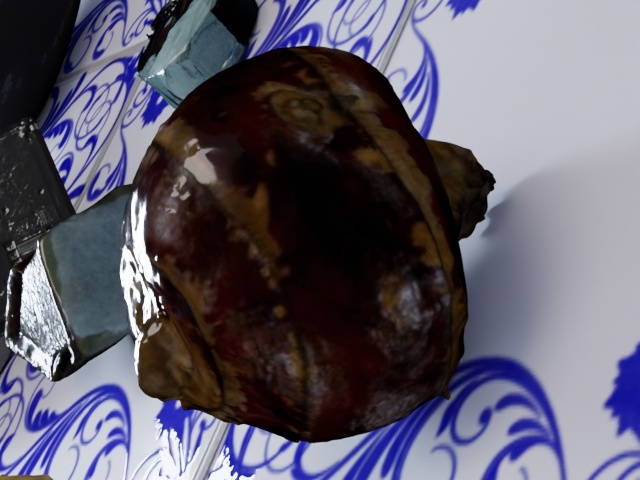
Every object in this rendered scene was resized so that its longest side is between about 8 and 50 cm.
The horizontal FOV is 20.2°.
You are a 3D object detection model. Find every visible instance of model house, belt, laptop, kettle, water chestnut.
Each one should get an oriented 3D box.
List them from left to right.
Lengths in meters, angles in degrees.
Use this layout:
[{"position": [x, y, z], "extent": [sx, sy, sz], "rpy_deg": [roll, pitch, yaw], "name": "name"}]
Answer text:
[{"position": [-0.380, -0.189, 1.982], "extent": [0.268, 0.207, 0.290], "rpy_deg": [112, 166, -67], "name": "kettle"}, {"position": [-0.274, -0.010, 1.554], "extent": [0.129, 0.016, 0.180], "rpy_deg": [-26, 67, -2], "name": "laptop"}, {"position": [-0.174, 0.037, 1.414], "extent": [0.165, 0.106, 0.152], "rpy_deg": [-30, -6, -33], "name": "model house"}, {"position": [-0.105, -0.176, 1.568], "extent": [0.105, 0.058, 0.140], "rpy_deg": [-24, 36, 42], "name": "belt"}, {"position": [0.000, 0.000, 0.998], "extent": [0.223, 0.238, 0.224], "rpy_deg": [166, 90, -74], "name": "water chestnut"}]

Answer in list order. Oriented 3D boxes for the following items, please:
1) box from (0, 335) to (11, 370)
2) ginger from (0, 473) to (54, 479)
[{"position": [-0.354, 0.072, 1.620], "extent": [0.067, 0.155, 0.243], "rpy_deg": [-6, 53, 63], "name": "box"}, {"position": [-0.282, 0.280, 1.277], "extent": [0.363, 0.122, 0.348], "rpy_deg": [-64, 31, 10], "name": "ginger"}]
